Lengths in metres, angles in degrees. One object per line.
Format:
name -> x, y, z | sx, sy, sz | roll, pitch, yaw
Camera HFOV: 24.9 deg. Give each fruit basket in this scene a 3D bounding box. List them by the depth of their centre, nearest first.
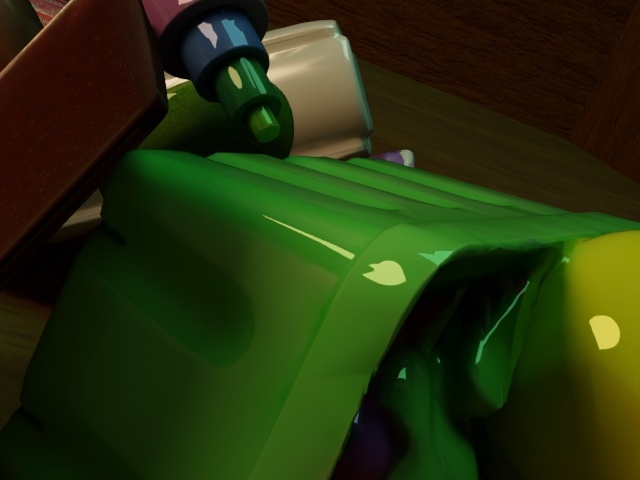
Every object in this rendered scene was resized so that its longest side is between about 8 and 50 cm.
fruit basket -> 0.092, 0.096, 0.687 | 0.392, 0.283, 0.392 | 24, 14, -6

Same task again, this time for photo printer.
photo printer -> -0.116, -0.075, 1.070 | 0.307, 0.107, 0.256 | -14, 4, 4

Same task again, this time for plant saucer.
plant saucer -> -0.154, -0.001, 0.632 | 0.048, 0.259, 0.258 | 44, -1, -6

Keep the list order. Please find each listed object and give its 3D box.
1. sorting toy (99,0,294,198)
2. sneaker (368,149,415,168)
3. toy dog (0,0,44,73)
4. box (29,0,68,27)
sorting toy -> -0.055, 0.001, 0.876 | 0.127, 0.365, 0.126 | -18, 59, -17
sneaker -> 0.017, -0.034, 1.407 | 0.104, 0.095, 0.236 | 9, -11, -19
toy dog -> -0.353, -0.111, 0.832 | 0.408, 0.284, 0.395 | 33, -11, 29
box -> -0.202, -0.145, 1.454 | 0.256, 0.123, 0.128 | 22, 14, -14
